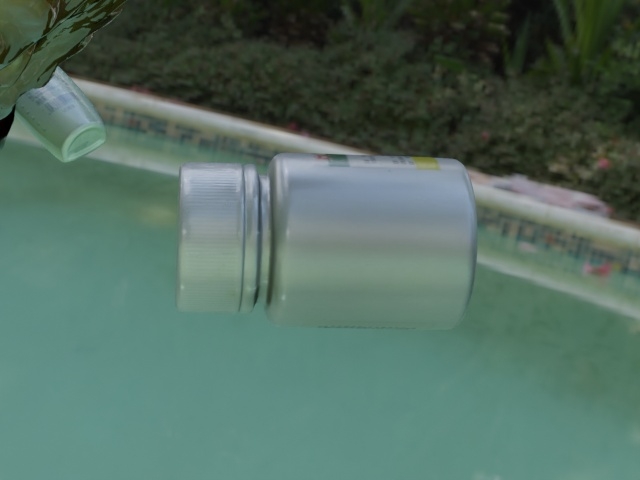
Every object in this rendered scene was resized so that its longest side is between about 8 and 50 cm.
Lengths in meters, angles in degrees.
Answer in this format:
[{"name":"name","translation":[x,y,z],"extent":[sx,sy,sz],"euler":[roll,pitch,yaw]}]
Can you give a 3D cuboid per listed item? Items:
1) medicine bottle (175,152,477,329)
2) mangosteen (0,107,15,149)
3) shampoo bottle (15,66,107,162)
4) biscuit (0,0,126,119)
[{"name":"medicine bottle","translation":[0.000,0.000,1.445],"extent":[0.340,0.208,0.208],"euler":[2,9,-7]},{"name":"mangosteen","translation":[-0.484,-0.133,1.093],"extent":[0.381,0.421,0.381],"euler":[25,-33,18]},{"name":"shampoo bottle","translation":[-0.306,-0.166,1.269],"extent":[0.072,0.049,0.212],"euler":[-32,62,-26]},{"name":"biscuit","translation":[-0.197,-0.130,0.676],"extent":[0.107,0.326,0.326],"euler":[46,4,-8]}]
